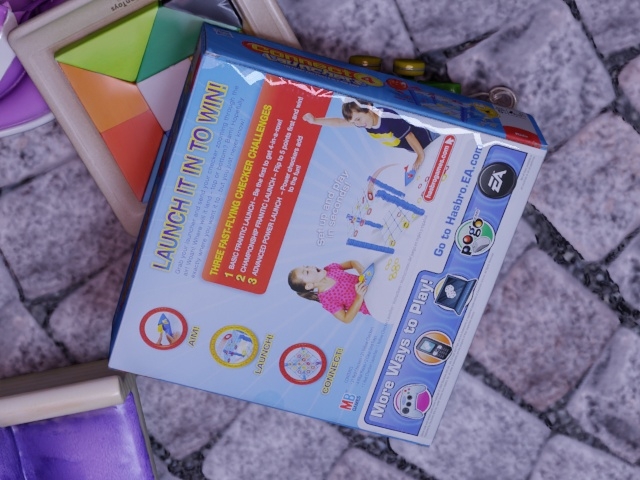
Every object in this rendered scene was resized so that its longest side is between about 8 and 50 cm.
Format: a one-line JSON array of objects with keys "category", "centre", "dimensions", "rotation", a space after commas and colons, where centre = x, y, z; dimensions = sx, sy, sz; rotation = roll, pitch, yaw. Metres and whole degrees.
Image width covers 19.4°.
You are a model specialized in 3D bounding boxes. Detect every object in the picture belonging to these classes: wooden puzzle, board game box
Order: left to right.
[{"category": "wooden puzzle", "centre": [-0.121, -0.130, 1.625], "dimensions": [0.221, 0.044, 0.238], "rotation": [-26, 119, 9]}, {"category": "board game box", "centre": [0.000, 0.000, 1.626], "dimensions": [0.302, 0.086, 0.308], "rotation": [15, 113, -10]}]

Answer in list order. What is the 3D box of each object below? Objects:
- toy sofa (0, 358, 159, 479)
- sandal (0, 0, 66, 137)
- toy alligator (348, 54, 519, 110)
[{"category": "toy sofa", "centre": [-0.211, 0.301, 1.709], "dimensions": [0.150, 0.177, 0.362], "rotation": [-11, 102, 5]}, {"category": "sandal", "centre": [-0.351, -0.148, 1.647], "dimensions": [0.416, 0.102, 0.169], "rotation": [-20, 102, 7]}, {"category": "toy alligator", "centre": [0.083, -0.129, 1.656], "dimensions": [0.190, 0.051, 0.056], "rotation": [5, 104, 2]}]
